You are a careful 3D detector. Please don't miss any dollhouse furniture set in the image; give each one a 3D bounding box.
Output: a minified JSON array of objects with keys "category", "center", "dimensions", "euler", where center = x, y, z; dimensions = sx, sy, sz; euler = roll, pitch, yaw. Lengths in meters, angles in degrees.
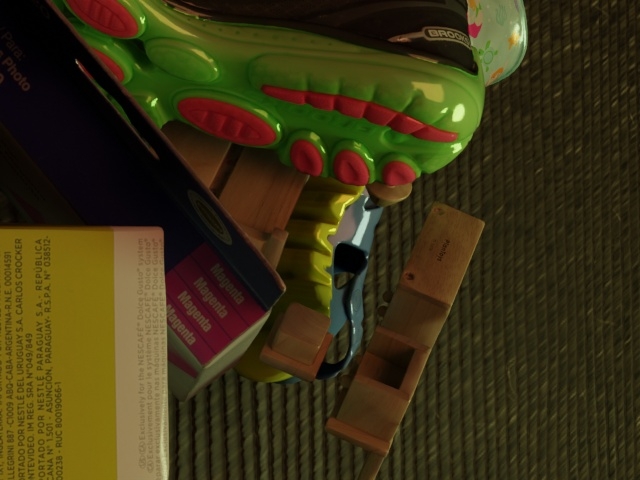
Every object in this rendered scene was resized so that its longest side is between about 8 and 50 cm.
[{"category":"dollhouse furniture set","center":[-0.071,0.015,1.519],"dimensions":[0.174,0.355,0.303],"euler":[110,4,-45]}]

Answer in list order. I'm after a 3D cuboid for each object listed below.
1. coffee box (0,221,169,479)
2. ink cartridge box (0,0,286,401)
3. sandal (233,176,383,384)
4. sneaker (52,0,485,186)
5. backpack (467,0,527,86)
[{"category":"coffee box","center":[-0.321,0.156,1.142],"dimensions":[0.334,0.337,0.338],"euler":[0,89,-42]},{"category":"ink cartridge box","center":[-0.166,-0.043,1.280],"dimensions":[0.071,0.330,0.324],"euler":[-39,86,-12]},{"category":"sandal","center":[0.000,0.000,1.715],"dimensions":[0.138,0.126,0.317],"euler":[50,55,-56]},{"category":"sneaker","center":[-0.098,-0.200,1.461],"dimensions":[0.482,0.185,0.202],"euler":[22,52,-12]},{"category":"backpack","center":[0.070,-0.235,1.630],"dimensions":[0.191,0.225,0.254],"euler":[-29,107,-42]}]
